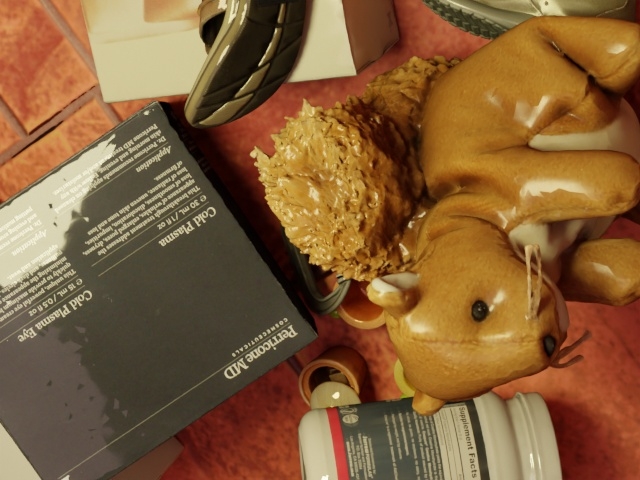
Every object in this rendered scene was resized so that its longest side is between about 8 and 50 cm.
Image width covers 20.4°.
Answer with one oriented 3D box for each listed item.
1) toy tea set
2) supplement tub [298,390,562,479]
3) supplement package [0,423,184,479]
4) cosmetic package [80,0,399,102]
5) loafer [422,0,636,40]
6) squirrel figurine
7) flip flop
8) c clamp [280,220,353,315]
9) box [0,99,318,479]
[{"bbox_3d":[0.087,0.095,1.985,0.200,0.124,0.336,26,119,9],"label":"toy tea set"},{"bbox_3d":[0.118,0.266,1.968,0.272,0.191,0.191,-7,112,-3],"label":"supplement tub"},{"bbox_3d":[-0.349,0.232,2.185,0.293,0.177,0.175,48,120,-3],"label":"supplement package"},{"bbox_3d":[-0.085,-0.238,1.889,0.296,0.153,0.129,-4,109,21],"label":"cosmetic package"},{"bbox_3d":[0.210,-0.247,1.819,0.251,0.094,0.087,20,85,12],"label":"loafer"},{"bbox_3d":[0.135,-0.014,1.752,0.397,0.370,0.281,14,147,28],"label":"squirrel figurine"},{"bbox_3d":[-0.074,-0.238,1.751,0.080,0.112,0.277,36,123,35],"label":"flip flop"},{"bbox_3d":[0.000,0.000,1.995,0.137,0.022,0.160,-27,76,50],"label":"c clamp"},{"bbox_3d":[-0.229,0.066,1.976,0.343,0.179,0.312,-33,94,1],"label":"box"}]
